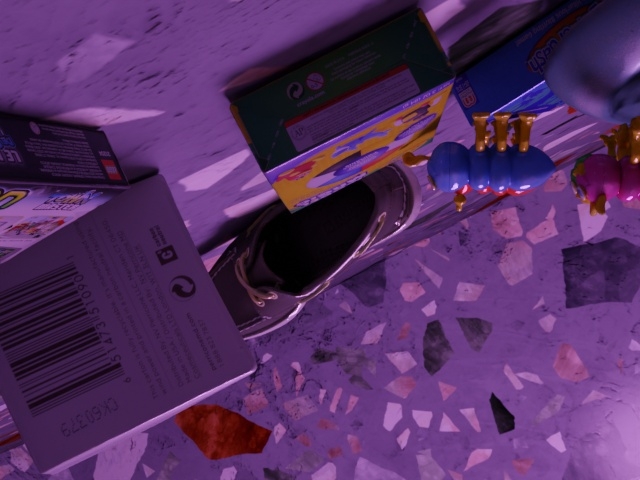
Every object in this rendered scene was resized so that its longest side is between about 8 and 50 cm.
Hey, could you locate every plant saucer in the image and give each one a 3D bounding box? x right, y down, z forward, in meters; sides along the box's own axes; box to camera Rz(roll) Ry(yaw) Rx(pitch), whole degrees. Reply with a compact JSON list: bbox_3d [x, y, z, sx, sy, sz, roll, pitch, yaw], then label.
[{"bbox_3d":[0.321,-0.150,0.646,0.318,0.043,0.317,-14,168,-3],"label":"plant saucer"}]

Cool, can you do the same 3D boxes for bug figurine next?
[{"bbox_3d":[0.185,-0.056,0.728,0.216,0.072,0.279,2,-177,12],"label":"bug figurine"}]

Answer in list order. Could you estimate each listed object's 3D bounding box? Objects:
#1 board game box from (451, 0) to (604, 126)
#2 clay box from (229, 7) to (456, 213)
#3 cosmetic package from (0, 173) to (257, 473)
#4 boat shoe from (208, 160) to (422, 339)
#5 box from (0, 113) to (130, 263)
[{"bbox_3d":[0.232,-0.170,0.748,0.210,0.047,0.160,-32,170,41],"label":"board game box"},{"bbox_3d":[0.018,-0.076,0.630,0.127,0.053,0.222,-27,173,1],"label":"clay box"},{"bbox_3d":[-0.159,0.069,0.656,0.151,0.151,0.184,-24,174,-19],"label":"cosmetic package"},{"bbox_3d":[-0.036,0.016,0.944,0.305,0.109,0.091,-36,170,25],"label":"boat shoe"},{"bbox_3d":[-0.184,-0.015,0.395,0.114,0.036,0.207,-28,173,16],"label":"box"}]
